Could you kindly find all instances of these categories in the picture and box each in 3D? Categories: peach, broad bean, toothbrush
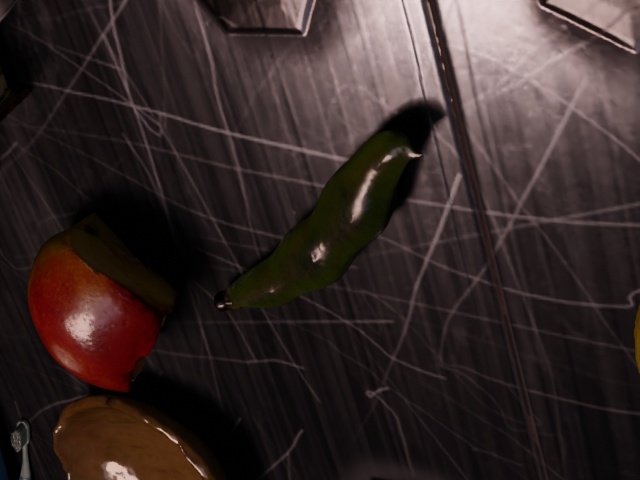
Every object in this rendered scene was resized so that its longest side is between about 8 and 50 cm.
[{"bbox_3d":[-0.190,0.056,1.324,0.151,0.151,0.118,41,94,-4],"label":"peach"},{"bbox_3d":[0.001,0.001,1.185,0.060,0.043,0.297,49,139,2],"label":"broad bean"},{"bbox_3d":[-0.313,0.265,1.656,0.016,0.019,0.219,19,136,12],"label":"toothbrush"}]

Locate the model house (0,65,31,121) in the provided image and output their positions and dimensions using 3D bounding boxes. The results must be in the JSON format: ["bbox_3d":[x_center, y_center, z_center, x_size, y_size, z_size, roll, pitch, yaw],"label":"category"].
[{"bbox_3d":[-0.379,-0.070,1.292,0.271,0.178,0.206,12,134,22],"label":"model house"}]

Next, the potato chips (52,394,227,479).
[{"bbox_3d":[-0.162,0.216,1.477,0.195,0.062,0.208,43,140,2],"label":"potato chips"}]

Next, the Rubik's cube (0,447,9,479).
[{"bbox_3d":[-0.551,0.254,1.563,0.352,0.351,0.347,12,133,23],"label":"Rubik's cube"}]

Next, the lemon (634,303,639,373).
[{"bbox_3d":[0.288,0.068,0.952,0.193,0.180,0.180,28,138,11],"label":"lemon"}]

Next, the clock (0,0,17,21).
[{"bbox_3d":[-0.318,-0.243,1.117,0.227,0.142,0.241,-24,114,45],"label":"clock"}]
